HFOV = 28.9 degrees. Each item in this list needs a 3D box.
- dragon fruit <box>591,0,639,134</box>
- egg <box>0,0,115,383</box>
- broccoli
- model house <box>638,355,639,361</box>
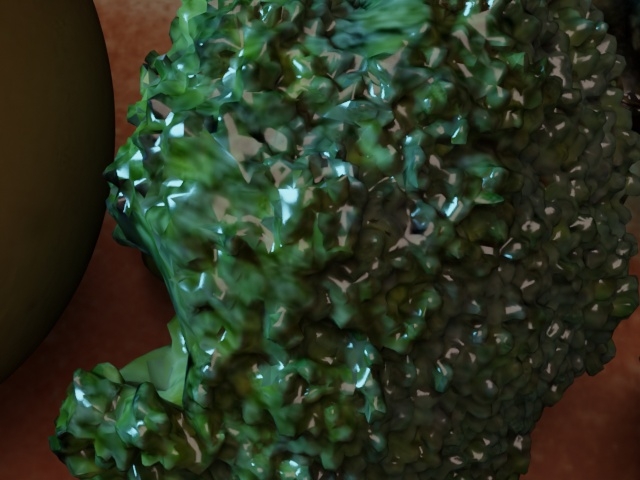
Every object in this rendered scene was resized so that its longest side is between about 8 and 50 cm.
[{"bbox_3d":[0.234,-0.145,0.603,0.244,0.244,0.299,29,49,14],"label":"dragon fruit"},{"bbox_3d":[-0.255,-0.074,0.535,0.301,0.301,0.374,-36,57,-17],"label":"egg"},{"bbox_3d":[0.014,0.011,0.528,0.288,0.260,0.235,-41,83,-17],"label":"broccoli"},{"bbox_3d":[0.261,0.106,0.523,0.267,0.194,0.325,-12,33,25],"label":"model house"}]
